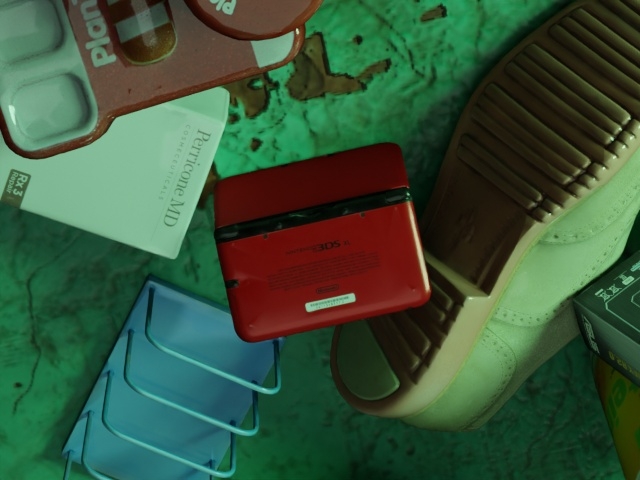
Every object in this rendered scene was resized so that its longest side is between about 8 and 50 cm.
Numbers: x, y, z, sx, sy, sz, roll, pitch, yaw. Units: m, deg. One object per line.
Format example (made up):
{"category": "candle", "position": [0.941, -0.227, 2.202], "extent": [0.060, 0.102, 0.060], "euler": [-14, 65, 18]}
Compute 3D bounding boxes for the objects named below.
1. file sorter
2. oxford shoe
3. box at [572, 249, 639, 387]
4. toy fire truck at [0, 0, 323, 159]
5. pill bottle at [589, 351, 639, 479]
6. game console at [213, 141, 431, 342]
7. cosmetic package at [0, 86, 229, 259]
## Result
{"category": "file sorter", "position": [-0.114, 0.138, 1.397], "extent": [0.118, 0.104, 0.170], "euler": [23, 110, -12]}
{"category": "oxford shoe", "position": [0.169, -0.026, 1.348], "extent": [0.146, 0.140, 0.397], "euler": [26, 109, -43]}
{"category": "box", "position": [0.323, 0.034, 1.286], "extent": [0.231, 0.183, 0.056], "euler": [-36, 130, -14]}
{"category": "toy fire truck", "position": [-0.134, -0.225, 1.187], "extent": [0.254, 0.169, 0.302], "euler": [-18, 102, 4]}
{"category": "pill bottle", "position": [0.285, 0.149, 1.331], "extent": [0.136, 0.246, 0.136], "euler": [-3, 126, -4]}
{"category": "game console", "position": [0.000, 0.000, 1.331], "extent": [0.144, 0.085, 0.124], "euler": [-13, 90, 3]}
{"category": "cosmetic package", "position": [-0.191, -0.083, 1.310], "extent": [0.231, 0.085, 0.117], "euler": [18, 111, -9]}
